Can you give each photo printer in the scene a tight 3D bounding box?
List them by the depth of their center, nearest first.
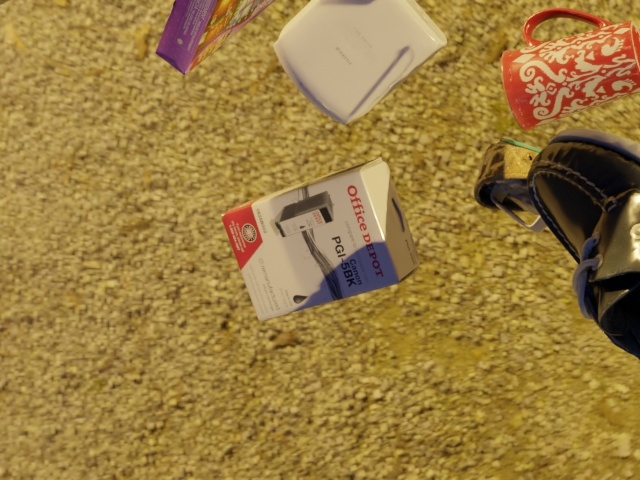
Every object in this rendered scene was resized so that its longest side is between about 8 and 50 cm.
[{"bbox_3d":[0.069,-0.409,2.030,0.307,0.107,0.256,-38,100,26],"label":"photo printer"}]

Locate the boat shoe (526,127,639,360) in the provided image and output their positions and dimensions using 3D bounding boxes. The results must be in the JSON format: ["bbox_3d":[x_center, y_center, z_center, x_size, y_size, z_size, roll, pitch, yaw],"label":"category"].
[{"bbox_3d":[0.215,0.030,0.614,0.091,0.114,0.302,-29,40,-11],"label":"boat shoe"}]

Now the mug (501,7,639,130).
[{"bbox_3d":[0.332,-0.236,1.274,0.169,0.113,0.150,-13,99,29],"label":"mug"}]

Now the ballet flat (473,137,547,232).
[{"bbox_3d":[0.324,-0.057,1.272,0.348,0.123,0.123,22,98,58],"label":"ballet flat"}]

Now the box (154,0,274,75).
[{"bbox_3d":[-0.099,-0.374,1.331,0.057,0.293,0.201,37,137,1],"label":"box"}]

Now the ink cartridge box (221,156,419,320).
[{"bbox_3d":[0.000,0.000,0.801,0.135,0.056,0.099,-17,96,26],"label":"ink cartridge box"}]

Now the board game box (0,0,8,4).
[{"bbox_3d":[-0.088,-0.257,0.666,0.346,0.208,0.056,-26,106,-7],"label":"board game box"}]
